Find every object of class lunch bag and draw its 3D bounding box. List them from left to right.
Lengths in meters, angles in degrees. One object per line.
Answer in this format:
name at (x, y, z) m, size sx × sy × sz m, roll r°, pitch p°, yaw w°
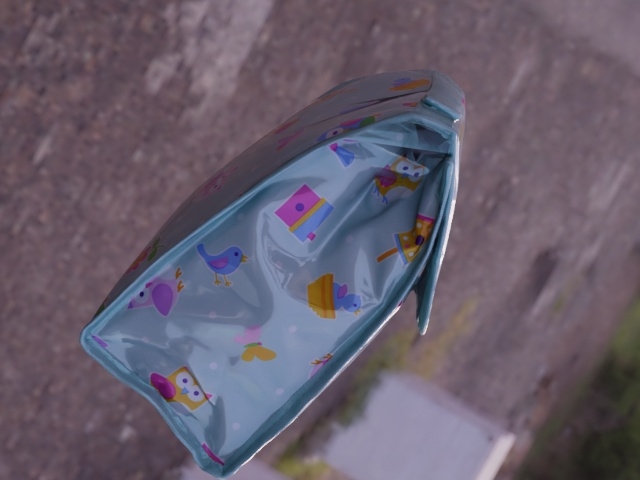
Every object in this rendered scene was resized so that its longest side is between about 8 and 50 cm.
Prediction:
lunch bag at (0.000, 0.000, 1.187) m, size 0.262 × 0.160 × 0.223 m, roll -43°, pitch -177°, yaw 13°
